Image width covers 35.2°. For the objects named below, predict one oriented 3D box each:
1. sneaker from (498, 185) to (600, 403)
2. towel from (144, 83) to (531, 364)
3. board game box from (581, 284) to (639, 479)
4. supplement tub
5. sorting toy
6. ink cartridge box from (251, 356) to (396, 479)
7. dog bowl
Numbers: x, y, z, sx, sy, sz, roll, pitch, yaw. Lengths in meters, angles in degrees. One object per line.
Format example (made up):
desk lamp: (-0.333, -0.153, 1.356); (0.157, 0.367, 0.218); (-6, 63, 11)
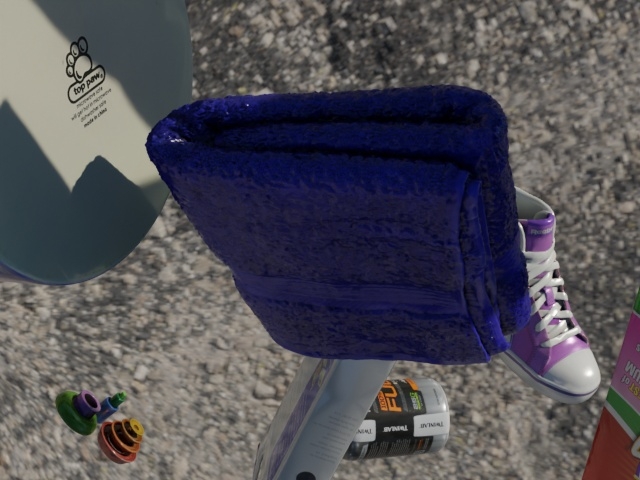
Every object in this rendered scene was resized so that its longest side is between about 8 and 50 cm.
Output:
sneaker: (0.256, 0.054, 1.214); (0.102, 0.161, 0.282); (-23, 67, -29)
towel: (0.029, 0.010, 0.712); (0.227, 0.308, 0.076); (-2, 62, 13)
board game box: (0.317, 0.206, 0.782); (0.064, 0.242, 0.316); (-11, 125, -25)
supplement tub: (0.088, 0.269, 1.519); (0.190, 0.117, 0.117); (-2, 87, -20)
sorting toy: (-0.213, 0.176, 1.006); (0.042, 0.061, 0.102); (-40, 110, 11)
ink cartridge box: (0.007, 0.173, 1.126); (0.065, 0.165, 0.333); (22, 119, -9)
dog bowl: (-0.191, -0.105, 0.643); (0.104, 0.265, 0.265); (6, 82, 23)
